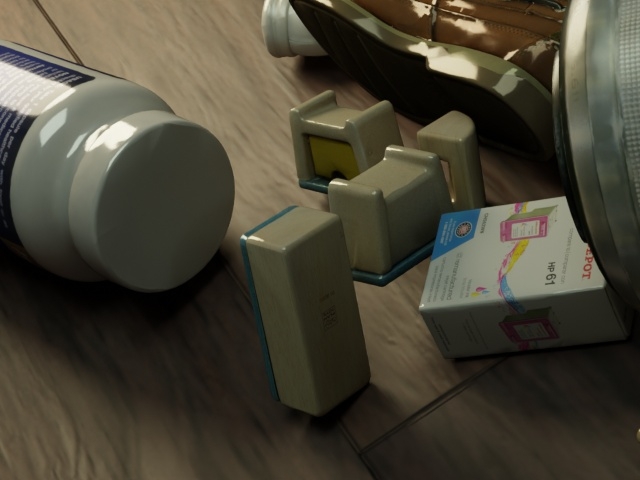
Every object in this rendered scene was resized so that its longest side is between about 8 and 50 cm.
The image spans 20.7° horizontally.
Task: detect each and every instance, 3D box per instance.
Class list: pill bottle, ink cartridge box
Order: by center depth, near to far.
[{"bbox_3d":[0.132,0.021,1.090,0.122,0.052,0.088,-7,43,24],"label":"ink cartridge box"},{"bbox_3d":[-0.192,-0.056,1.300,0.264,0.153,0.153,21,60,46],"label":"pill bottle"}]

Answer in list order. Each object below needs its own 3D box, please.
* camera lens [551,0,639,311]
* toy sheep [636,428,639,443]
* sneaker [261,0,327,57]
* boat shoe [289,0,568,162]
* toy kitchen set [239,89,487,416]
[{"bbox_3d":[0.280,-0.073,0.965,0.274,0.219,0.219,-7,43,26],"label":"camera lens"},{"bbox_3d":[0.214,0.119,0.905,0.091,0.091,0.132,-45,27,-19],"label":"toy sheep"},{"bbox_3d":[0.029,-0.228,1.432,0.094,0.080,0.212,6,56,22],"label":"sneaker"},{"bbox_3d":[0.096,-0.146,1.244,0.104,0.111,0.307,-47,42,-10],"label":"boat shoe"},{"bbox_3d":[0.000,0.000,1.176,0.166,0.122,0.207,15,35,42],"label":"toy kitchen set"}]
